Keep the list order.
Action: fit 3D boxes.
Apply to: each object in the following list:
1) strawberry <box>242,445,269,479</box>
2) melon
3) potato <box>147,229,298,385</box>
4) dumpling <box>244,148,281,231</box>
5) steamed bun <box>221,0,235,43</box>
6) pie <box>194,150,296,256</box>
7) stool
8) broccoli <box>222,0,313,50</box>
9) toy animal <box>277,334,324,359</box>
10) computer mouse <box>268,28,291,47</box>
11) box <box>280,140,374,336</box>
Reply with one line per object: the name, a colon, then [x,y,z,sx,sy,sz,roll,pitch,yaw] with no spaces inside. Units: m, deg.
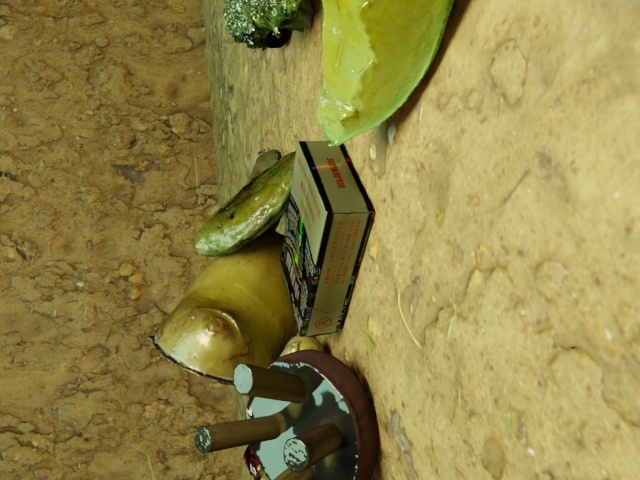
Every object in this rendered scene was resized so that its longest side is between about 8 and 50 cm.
strawberry: [-0.051,0.513,1.226,0.233,0.137,0.306,52,174,17]
melon: [0.057,-0.255,0.671,0.196,0.124,0.323,59,161,28]
potato: [-0.173,0.109,1.217,0.397,0.289,0.296,21,-93,-72]
dumpling: [-0.133,-0.103,1.442,0.166,0.086,0.332,-9,54,34]
steamed bun: [-0.226,-0.658,1.625,0.177,0.106,0.192,-136,53,-73]
pie: [-0.139,-0.088,1.210,0.070,0.323,0.323,46,176,-19]
stool: [-0.058,0.323,0.933,0.272,0.178,0.272,-3,86,40]
broccoli: [-0.099,-0.463,1.095,0.226,0.176,0.198,95,-178,-59]
toy animal: [-0.030,0.309,1.153,0.233,0.121,0.169,89,-176,-46]
computer mouse: [-0.132,-0.549,1.271,0.137,0.096,0.233,49,171,43]
box: [0.000,0.000,1.015,0.198,0.084,0.310,-110,23,-43]
